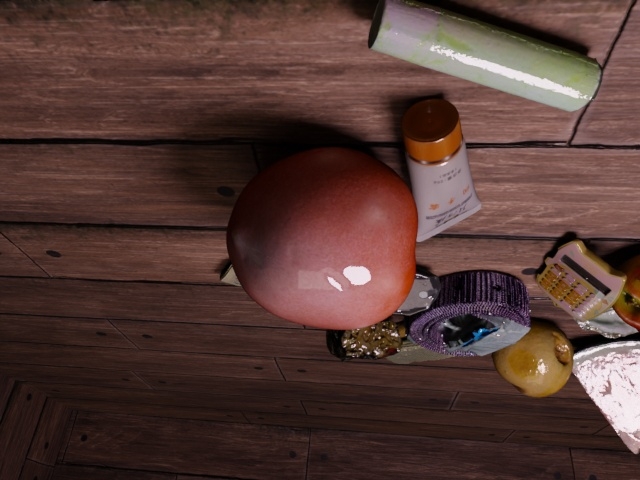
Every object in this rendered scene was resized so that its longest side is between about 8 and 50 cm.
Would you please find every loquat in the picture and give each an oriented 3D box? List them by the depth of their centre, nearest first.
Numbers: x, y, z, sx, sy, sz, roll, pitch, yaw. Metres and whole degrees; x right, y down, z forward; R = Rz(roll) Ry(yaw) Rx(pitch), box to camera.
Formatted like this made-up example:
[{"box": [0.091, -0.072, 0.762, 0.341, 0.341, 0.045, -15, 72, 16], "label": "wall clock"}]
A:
[{"box": [0.561, 0.315, 1.439, 0.213, 0.213, 0.213, 4, 149, 3], "label": "loquat"}]

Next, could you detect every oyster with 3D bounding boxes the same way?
[{"box": [0.745, 0.170, 1.269, 0.199, 0.087, 0.252, 36, 132, -26], "label": "oyster"}]

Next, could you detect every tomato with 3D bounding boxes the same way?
[{"box": [0.000, 0.000, 0.892, 0.322, 0.321, 0.321, 4, 149, 3], "label": "tomato"}]

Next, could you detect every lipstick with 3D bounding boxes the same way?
[{"box": [0.213, -0.237, 0.690, 0.304, 0.076, 0.076, 12, 149, -11], "label": "lipstick"}]

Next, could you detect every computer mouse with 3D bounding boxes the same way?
[{"box": [0.164, 0.106, 1.260, 0.231, 0.071, 0.126, -2, 121, 8], "label": "computer mouse"}]

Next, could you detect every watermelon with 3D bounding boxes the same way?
[{"box": [0.823, 0.406, 1.518, 0.250, 0.292, 0.283, 22, 162, 35], "label": "watermelon"}]

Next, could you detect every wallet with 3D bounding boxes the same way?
[{"box": [-0.164, 0.095, 1.344, 0.155, 0.039, 0.110, 17, 149, -20], "label": "wallet"}]

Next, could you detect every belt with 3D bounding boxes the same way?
[{"box": [0.366, 0.187, 1.335, 0.260, 0.122, 0.325, 27, 141, -20], "label": "belt"}]

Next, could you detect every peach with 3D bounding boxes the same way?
[{"box": [0.699, 0.107, 1.092, 0.197, 0.197, 0.197, 4, 149, 3], "label": "peach"}]

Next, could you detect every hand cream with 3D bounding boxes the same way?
[{"box": [0.196, -0.100, 0.910, 0.140, 0.089, 0.314, -30, 148, 4], "label": "hand cream"}]

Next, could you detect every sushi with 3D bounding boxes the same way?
[{"box": [0.124, 0.257, 1.482, 0.213, 0.147, 0.115, 14, 155, -33], "label": "sushi"}]

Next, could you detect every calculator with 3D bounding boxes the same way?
[{"box": [0.544, 0.088, 1.140, 0.157, 0.033, 0.236, 44, 159, 21], "label": "calculator"}]

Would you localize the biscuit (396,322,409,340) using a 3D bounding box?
[{"box": [0.258, 0.291, 1.606, 0.174, 0.039, 0.183, 28, 143, -36], "label": "biscuit"}]

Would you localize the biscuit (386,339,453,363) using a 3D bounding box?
[{"box": [0.282, 0.323, 1.579, 0.199, 0.040, 0.121, -16, 142, 32], "label": "biscuit"}]
